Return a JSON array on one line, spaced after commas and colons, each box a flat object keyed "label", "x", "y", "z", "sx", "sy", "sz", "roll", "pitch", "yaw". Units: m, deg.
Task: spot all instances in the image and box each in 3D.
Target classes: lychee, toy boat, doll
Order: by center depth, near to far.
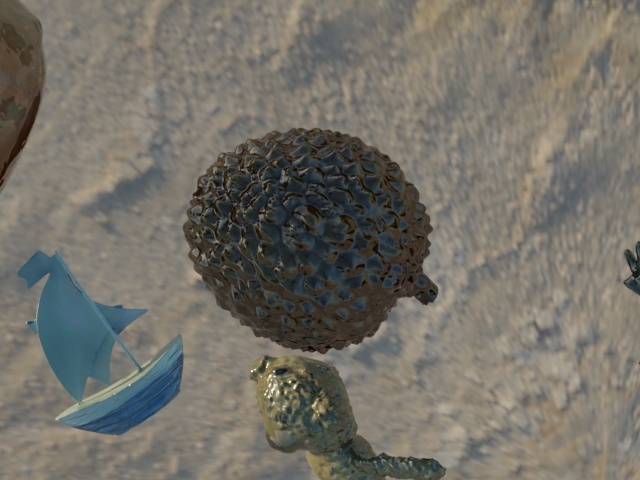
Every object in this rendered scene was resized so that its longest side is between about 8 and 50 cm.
[{"label": "toy boat", "x": -0.173, "y": 0.084, "z": 1.347, "sx": 0.149, "sy": 0.034, "sz": 0.105, "roll": 34, "pitch": 87, "yaw": -10}, {"label": "lychee", "x": 0.000, "y": 0.000, "z": 1.498, "sx": 0.238, "sy": 0.200, "sz": 0.200, "roll": 20, "pitch": 84, "yaw": -26}, {"label": "doll", "x": 0.021, "y": 0.216, "z": 1.707, "sx": 0.202, "sy": 0.286, "sz": 0.091, "roll": 38, "pitch": 72, "yaw": 26}]

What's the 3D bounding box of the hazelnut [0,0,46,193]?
[{"label": "hazelnut", "x": -0.271, "y": -0.092, "z": 1.193, "sx": 0.214, "sy": 0.176, "sz": 0.214, "roll": -26, "pitch": 35, "yaw": 20}]

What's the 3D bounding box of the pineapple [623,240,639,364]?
[{"label": "pineapple", "x": 0.379, "y": 0.098, "z": 1.400, "sx": 0.340, "sy": 0.169, "sz": 0.169, "roll": 21, "pitch": 85, "yaw": 18}]
